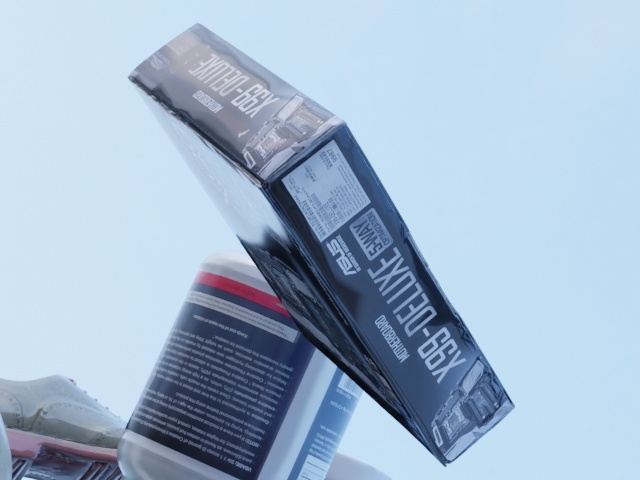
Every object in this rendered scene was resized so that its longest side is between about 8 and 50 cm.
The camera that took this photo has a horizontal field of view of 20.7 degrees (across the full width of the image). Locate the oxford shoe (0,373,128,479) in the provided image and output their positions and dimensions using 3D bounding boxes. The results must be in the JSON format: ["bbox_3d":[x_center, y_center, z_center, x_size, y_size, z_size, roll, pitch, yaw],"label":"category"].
[{"bbox_3d":[-0.251,0.203,1.888,0.123,0.348,0.130,-41,-136,44],"label":"oxford shoe"}]

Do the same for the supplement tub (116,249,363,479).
[{"bbox_3d":[-0.072,0.162,1.627,0.191,0.272,0.191,24,-8,4],"label":"supplement tub"}]

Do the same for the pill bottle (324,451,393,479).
[{"bbox_3d":[-0.021,0.398,2.101,0.160,0.283,0.160,20,-16,6],"label":"pill bottle"}]

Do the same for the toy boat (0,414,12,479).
[{"bbox_3d":[-0.399,0.135,1.488,0.318,0.148,0.267,36,-31,27],"label":"toy boat"}]

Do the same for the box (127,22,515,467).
[{"bbox_3d":[0.000,0.000,1.327,0.242,0.076,0.307,39,-15,53],"label":"box"}]
